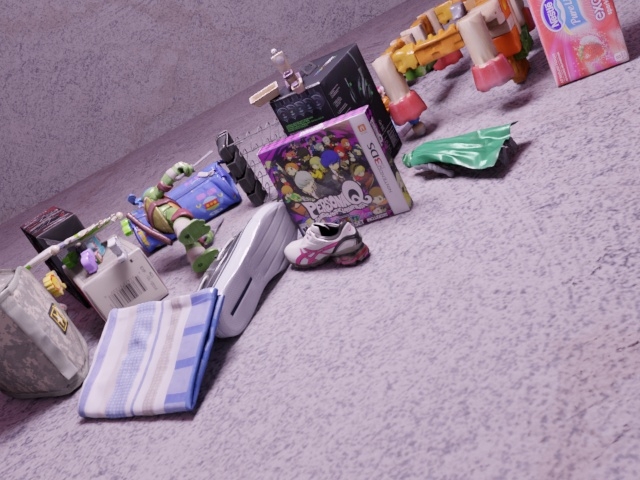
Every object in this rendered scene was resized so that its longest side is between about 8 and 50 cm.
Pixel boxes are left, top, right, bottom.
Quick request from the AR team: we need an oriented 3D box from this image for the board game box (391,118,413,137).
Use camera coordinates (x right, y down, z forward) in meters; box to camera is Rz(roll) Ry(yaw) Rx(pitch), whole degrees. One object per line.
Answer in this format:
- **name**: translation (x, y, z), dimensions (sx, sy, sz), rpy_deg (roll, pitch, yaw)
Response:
- **board game box**: translation (0.187, -0.281, 1.596), dimensions (0.090, 0.020, 0.090), rpy_deg (-5, 34, 43)

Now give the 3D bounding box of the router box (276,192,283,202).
- **router box**: translation (-0.041, -0.107, 1.475), dimensions (0.122, 0.038, 0.092), rpy_deg (-24, 24, 10)

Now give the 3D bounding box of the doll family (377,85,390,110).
- **doll family**: translation (0.153, -0.364, 1.727), dimensions (0.163, 0.119, 0.263), rpy_deg (-21, 6, 33)

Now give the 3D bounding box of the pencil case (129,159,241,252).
- **pencil case**: translation (-0.361, -0.092, 1.694), dimensions (0.306, 0.133, 0.119), rpy_deg (-31, 56, -3)

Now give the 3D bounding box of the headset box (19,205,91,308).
- **headset box**: translation (-0.652, 0.034, 1.650), dimensions (0.110, 0.218, 0.293), rpy_deg (-38, 24, -23)

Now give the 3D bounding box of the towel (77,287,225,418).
- **towel**: translation (-0.288, 0.188, 1.060), dimensions (0.284, 0.034, 0.209), rpy_deg (-13, 52, 35)

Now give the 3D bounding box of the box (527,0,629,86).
- **box**: translation (0.510, -0.497, 1.317), dimensions (0.154, 0.300, 0.142), rpy_deg (-17, 25, 23)

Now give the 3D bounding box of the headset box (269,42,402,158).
- **headset box**: translation (0.039, -0.261, 1.390), dimensions (0.131, 0.283, 0.246), rpy_deg (-13, 29, 31)

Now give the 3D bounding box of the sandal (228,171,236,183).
- **sandal**: translation (-0.350, -0.139, 1.868), dimensions (0.254, 0.055, 0.097), rpy_deg (-34, 24, -12)

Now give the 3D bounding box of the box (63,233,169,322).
- **box**: translation (-0.464, 0.090, 1.438), dimensions (0.148, 0.127, 0.232), rpy_deg (-38, 24, -20)

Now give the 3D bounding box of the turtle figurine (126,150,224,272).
- **turtle figurine**: translation (-0.283, -0.071, 1.457), dimensions (0.274, 0.198, 0.266), rpy_deg (1, 33, -34)

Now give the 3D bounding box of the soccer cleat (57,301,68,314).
- **soccer cleat**: translation (-0.640, 0.183, 1.529), dimensions (0.076, 0.068, 0.196), rpy_deg (-35, 21, -22)

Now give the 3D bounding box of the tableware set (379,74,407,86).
- **tableware set**: translation (0.285, -0.501, 1.916), dimensions (0.194, 0.039, 0.128), rpy_deg (-32, 11, -22)

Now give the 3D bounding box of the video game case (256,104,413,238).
- **video game case**: translation (0.027, -0.118, 1.203), dimensions (0.231, 0.210, 0.042), rpy_deg (-17, 26, 25)

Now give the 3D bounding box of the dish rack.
- **dish rack**: translation (-0.098, -0.208, 1.551), dimensions (0.271, 0.208, 0.074), rpy_deg (-22, 36, 15)

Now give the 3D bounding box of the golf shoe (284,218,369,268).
- **golf shoe**: translation (0.000, 0.000, 1.152), dimensions (0.186, 0.086, 0.067), rpy_deg (-9, 32, 42)

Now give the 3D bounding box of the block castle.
- **block castle**: translation (0.345, -0.450, 1.535), dimensions (0.302, 0.213, 0.453), rpy_deg (-17, 24, 35)

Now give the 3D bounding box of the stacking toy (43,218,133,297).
- **stacking toy**: translation (-0.494, 0.026, 1.376), dimensions (0.166, 0.052, 0.221), rpy_deg (-28, 22, 0)

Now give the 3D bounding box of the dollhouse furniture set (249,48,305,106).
- **dollhouse furniture set**: translation (-0.101, -0.312, 1.244), dimensions (0.114, 0.081, 0.091), rpy_deg (-30, 34, 9)

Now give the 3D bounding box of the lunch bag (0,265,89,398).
- **lunch bag**: translation (-0.588, 0.182, 1.251), dimensions (0.286, 0.235, 0.169), rpy_deg (-4, 34, 44)

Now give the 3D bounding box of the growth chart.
- **growth chart**: translation (-0.548, 0.005, 1.399), dimensions (0.171, 0.021, 0.237), rpy_deg (-28, 9, 27)

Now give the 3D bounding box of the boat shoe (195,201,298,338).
- **boat shoe**: translation (-0.151, 0.042, 1.187), dimensions (0.119, 0.121, 0.335), rpy_deg (-7, 33, 32)

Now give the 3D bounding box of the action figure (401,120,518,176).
- **action figure**: translation (0.255, -0.166, 1.229), dimensions (0.232, 0.064, 0.137), rpy_deg (1, 38, 43)
